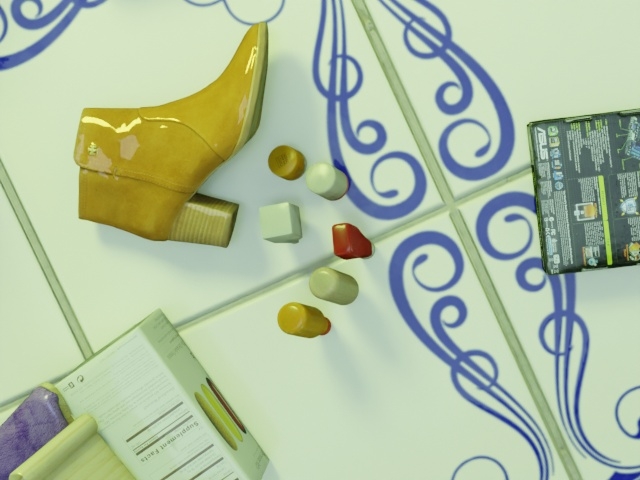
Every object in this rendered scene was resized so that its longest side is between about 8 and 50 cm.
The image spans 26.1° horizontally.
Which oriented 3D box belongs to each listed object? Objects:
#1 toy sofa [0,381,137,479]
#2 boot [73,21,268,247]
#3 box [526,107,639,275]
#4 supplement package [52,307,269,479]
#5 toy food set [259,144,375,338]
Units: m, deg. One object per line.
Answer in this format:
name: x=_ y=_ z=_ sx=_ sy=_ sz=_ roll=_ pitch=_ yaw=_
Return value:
toy sofa: x=-0.403 y=0.340 z=1.655 sx=0.362 sy=0.150 sz=0.177 roll=-37 pitch=92 yaw=32
boot: x=-0.185 y=-0.142 z=1.676 sx=0.211 sy=0.104 sz=0.295 roll=15 pitch=101 yaw=2
box: x=0.352 y=-0.061 z=1.673 sx=0.184 sy=0.045 sz=0.191 roll=-8 pitch=95 yaw=3
supplement package: x=-0.191 y=0.228 z=1.699 sx=0.134 sy=0.139 sz=0.244 roll=-35 pitch=94 yaw=8
toy food set: x=0.000 y=0.000 z=1.698 sx=0.111 sy=0.104 sz=0.232 roll=-12 pitch=77 yaw=19
